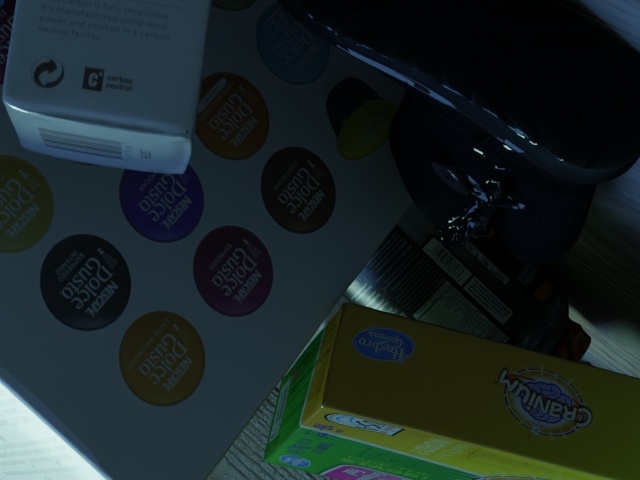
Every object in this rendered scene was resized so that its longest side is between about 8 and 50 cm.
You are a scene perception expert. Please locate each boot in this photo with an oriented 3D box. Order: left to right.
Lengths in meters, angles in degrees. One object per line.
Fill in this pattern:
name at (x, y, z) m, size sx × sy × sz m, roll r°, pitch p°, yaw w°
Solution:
boot at (0.052, -0.088, 0.791) m, size 0.246 × 0.094 × 0.207 m, roll 37°, pitch 166°, yaw 5°

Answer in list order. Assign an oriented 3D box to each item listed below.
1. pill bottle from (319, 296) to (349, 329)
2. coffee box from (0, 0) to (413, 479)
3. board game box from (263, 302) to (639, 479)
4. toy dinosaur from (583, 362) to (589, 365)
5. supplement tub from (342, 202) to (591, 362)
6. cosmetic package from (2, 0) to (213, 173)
pill bottle at (-0.039, -0.043, 1.257) m, size 0.229 × 0.131 × 0.131 m, roll 41°, pitch 170°, yaw 19°
coffee box at (-0.181, -0.049, 0.945) m, size 0.334 × 0.337 × 0.338 m, roll 47°, pitch 151°, yaw -16°
board game box at (0.137, 0.133, 0.961) m, size 0.316 × 0.064 × 0.242 m, roll 15°, pitch 162°, yaw -5°
toy dinosaur at (0.218, 0.197, 1.186) m, size 0.296 × 0.200 × 0.127 m, roll 24°, pitch 134°, yaw 14°
supplement tub at (0.098, 0.039, 1.089) m, size 0.190 × 0.117 × 0.117 m, roll 43°, pitch 170°, yaw 0°
cosmetic package at (-0.083, -0.154, 0.673) m, size 0.085 × 0.231 × 0.117 m, roll 9°, pitch 174°, yaw -7°
